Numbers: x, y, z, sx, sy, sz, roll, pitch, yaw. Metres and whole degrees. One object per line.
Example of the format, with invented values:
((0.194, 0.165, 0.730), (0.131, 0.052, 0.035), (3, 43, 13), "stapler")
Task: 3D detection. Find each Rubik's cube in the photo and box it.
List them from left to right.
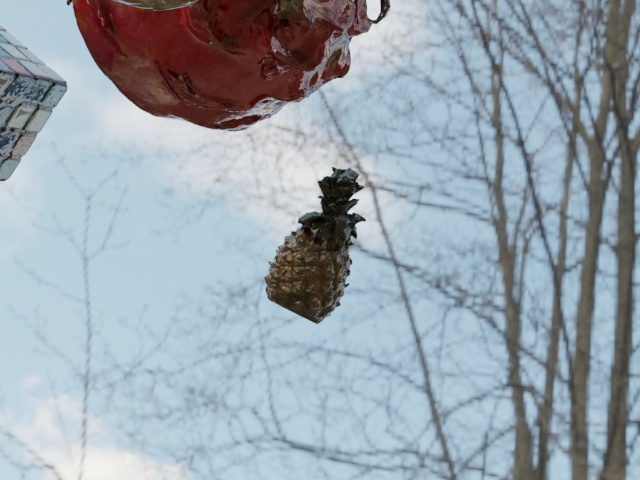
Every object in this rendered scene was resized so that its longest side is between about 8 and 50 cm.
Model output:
((-0.431, -0.179, 1.574), (0.155, 0.151, 0.154), (40, -77, 19), "Rubik's cube")

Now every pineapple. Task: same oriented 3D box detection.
((0.000, 0.000, 1.634), (0.108, 0.108, 0.198), (19, -78, -6), "pineapple")

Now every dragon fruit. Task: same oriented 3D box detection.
((-0.094, -0.319, 1.513), (0.249, 0.371, 0.386), (3, -74, 57), "dragon fruit")

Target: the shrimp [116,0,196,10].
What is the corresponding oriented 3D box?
((-0.146, -0.262, 1.117), (0.150, 0.051, 0.217), (-12, -25, -8), "shrimp")
